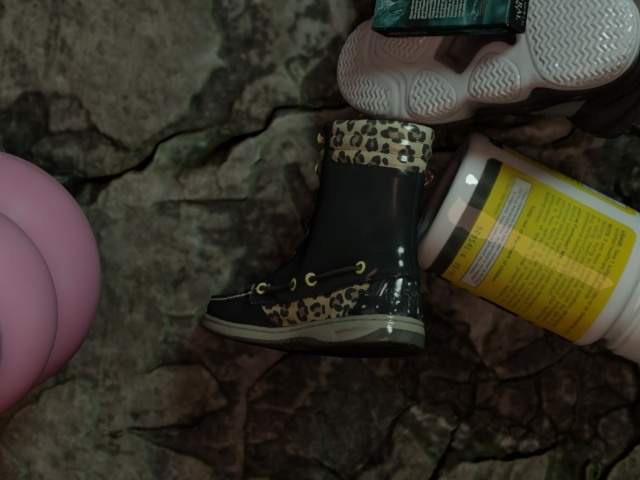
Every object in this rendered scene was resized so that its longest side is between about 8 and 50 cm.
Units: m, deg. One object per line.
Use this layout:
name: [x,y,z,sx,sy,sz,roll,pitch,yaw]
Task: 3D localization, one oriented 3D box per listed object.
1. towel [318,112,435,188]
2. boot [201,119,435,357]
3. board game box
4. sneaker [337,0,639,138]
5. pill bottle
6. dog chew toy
towel: [0.046,-0.060,1.458,0.060,0.009,0.083,-43,98,13]
boot: [0.002,0.000,1.414,0.085,0.236,0.179,12,81,-39]
board game box: [0.106,-0.244,1.333,0.126,0.026,0.186,4,82,39]
sneaker: [0.151,-0.126,1.386,0.268,0.153,0.101,-4,75,38]
pill bottle: [0.185,0.010,1.412,0.208,0.119,0.119,26,104,-3]
dog chew toy: [-0.281,0.050,1.338,0.206,0.332,0.207,1,105,3]
